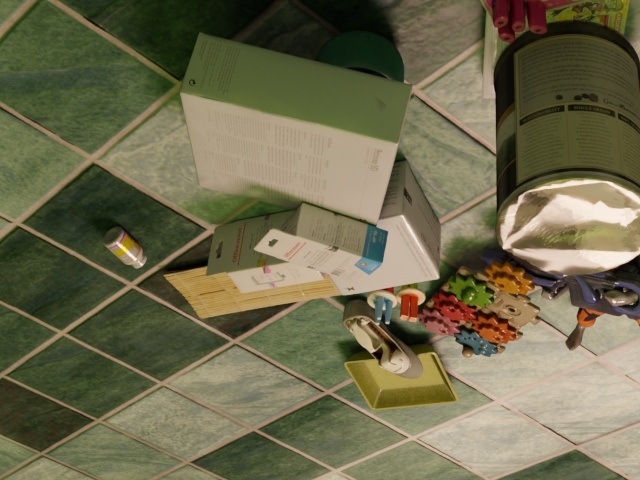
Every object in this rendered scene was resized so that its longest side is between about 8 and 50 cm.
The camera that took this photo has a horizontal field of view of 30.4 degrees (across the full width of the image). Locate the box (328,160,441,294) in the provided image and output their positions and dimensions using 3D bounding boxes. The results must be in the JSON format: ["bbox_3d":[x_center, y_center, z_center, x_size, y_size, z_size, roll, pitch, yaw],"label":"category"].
[{"bbox_3d":[0.086,-0.017,1.932,0.182,0.119,0.181,-11,139,21],"label":"box"}]

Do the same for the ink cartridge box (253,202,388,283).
[{"bbox_3d":[0.000,0.000,1.802,0.180,0.060,0.104,18,156,-14],"label":"ink cartridge box"}]

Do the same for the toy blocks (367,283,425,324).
[{"bbox_3d":[0.133,0.098,2.047,0.054,0.148,0.123,-26,131,35],"label":"toy blocks"}]

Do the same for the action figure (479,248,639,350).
[{"bbox_3d":[0.458,0.056,1.988,0.341,0.178,0.330,19,146,35],"label":"action figure"}]

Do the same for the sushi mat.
[{"bbox_3d":[-0.115,0.077,2.163,0.317,0.019,0.151,-11,138,20],"label":"sushi mat"}]

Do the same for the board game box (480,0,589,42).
[{"bbox_3d":[0.333,-0.367,1.328,0.390,0.050,0.390,-11,159,21],"label":"board game box"}]

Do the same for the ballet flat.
[{"bbox_3d":[0.113,0.201,2.202,0.072,0.068,0.213,-30,112,29],"label":"ballet flat"}]

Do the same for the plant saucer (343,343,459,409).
[{"bbox_3d":[0.164,0.264,2.338,0.188,0.045,0.188,-8,140,19],"label":"plant saucer"}]

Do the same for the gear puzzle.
[{"bbox_3d":[0.288,0.125,2.058,0.175,0.044,0.339,29,151,-2],"label":"gear puzzle"}]

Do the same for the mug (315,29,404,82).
[{"bbox_3d":[0.041,-0.235,1.678,0.158,0.097,0.129,2,142,8],"label":"mug"}]

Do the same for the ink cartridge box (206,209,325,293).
[{"bbox_3d":[-0.089,0.019,2.008,0.198,0.115,0.067,-10,139,21],"label":"ink cartridge box"}]

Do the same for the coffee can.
[{"bbox_3d":[0.331,-0.122,1.559,0.202,0.275,0.201,4,142,3],"label":"coffee can"}]

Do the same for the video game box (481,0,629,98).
[{"bbox_3d":[0.319,-0.279,1.621,0.187,0.048,0.205,4,142,7],"label":"video game box"}]

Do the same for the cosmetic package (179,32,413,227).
[{"bbox_3d":[-0.035,-0.140,1.650,0.285,0.097,0.377,16,164,2],"label":"cosmetic package"}]

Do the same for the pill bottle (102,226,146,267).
[{"bbox_3d":[-0.347,0.014,2.099,0.043,0.043,0.083,-16,137,26],"label":"pill bottle"}]
